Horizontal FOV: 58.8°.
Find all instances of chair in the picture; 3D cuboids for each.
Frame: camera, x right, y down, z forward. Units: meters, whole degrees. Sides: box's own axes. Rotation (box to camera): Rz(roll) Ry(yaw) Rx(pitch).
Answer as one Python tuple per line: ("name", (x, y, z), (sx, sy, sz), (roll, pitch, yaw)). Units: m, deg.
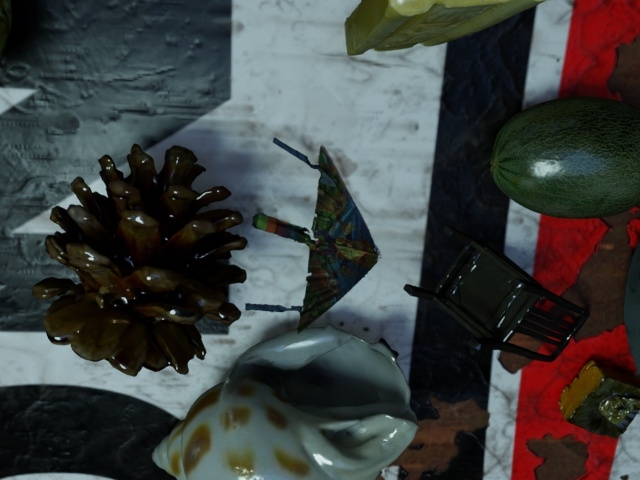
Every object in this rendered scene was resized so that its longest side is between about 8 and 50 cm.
("chair", (0.192, 0.063, 0.592), (0.212, 0.101, 0.084), (17, 110, -48))

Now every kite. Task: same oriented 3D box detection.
("kite", (0.000, 0.000, 0.549), (0.160, 0.010, 0.183), (16, 76, -37))

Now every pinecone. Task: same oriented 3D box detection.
("pinecone", (-0.142, 0.015, 0.489), (0.150, 0.179, 0.195), (0, 84, 25))

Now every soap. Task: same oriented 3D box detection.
("soap", (0.074, -0.166, 0.411), (0.092, 0.252, 0.037), (-8, 104, -1))

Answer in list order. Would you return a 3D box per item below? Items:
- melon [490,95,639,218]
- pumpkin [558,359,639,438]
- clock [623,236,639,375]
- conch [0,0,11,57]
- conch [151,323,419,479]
("melon", (0.242, -0.075, 0.525), (0.167, 0.114, 0.114), (3, 107, -3))
("pumpkin", (0.325, 0.184, 0.645), (0.083, 0.054, 0.074), (21, 109, -16))
("clock", (0.478, 0.068, 0.578), (0.318, 0.066, 0.319), (0, 93, -2))
("conch", (-0.333, -0.189, 0.426), (0.187, 0.124, 0.181), (31, 79, -14))
("conch", (-0.045, 0.197, 0.567), (0.274, 0.183, 0.149), (-1, 139, 2))
